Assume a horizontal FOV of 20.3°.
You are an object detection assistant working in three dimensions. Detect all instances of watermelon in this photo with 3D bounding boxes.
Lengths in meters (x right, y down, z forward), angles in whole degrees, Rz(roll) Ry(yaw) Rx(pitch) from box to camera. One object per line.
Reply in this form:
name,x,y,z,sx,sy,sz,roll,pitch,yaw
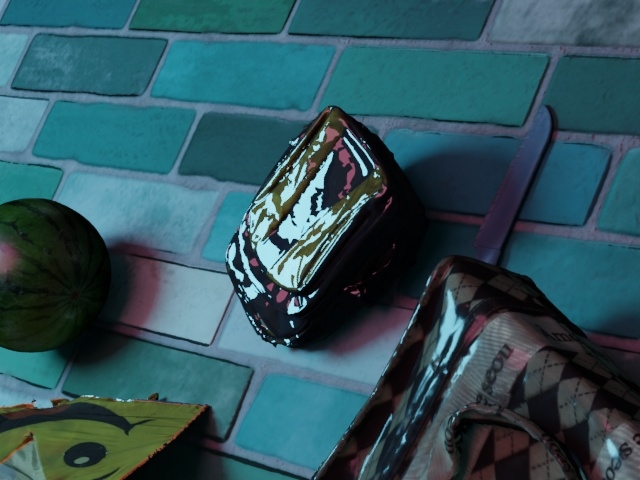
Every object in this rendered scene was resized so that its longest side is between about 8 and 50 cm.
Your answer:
watermelon,-0.356,0.039,2.158,0.215,0.188,0.188,19,79,43

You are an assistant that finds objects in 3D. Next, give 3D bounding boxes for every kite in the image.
kite,-0.294,0.230,1.899,0.377,0.013,0.327,-11,18,-12

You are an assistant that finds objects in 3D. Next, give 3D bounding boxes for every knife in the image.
knife,0.171,0.000,1.788,0.044,0.019,0.313,10,70,51

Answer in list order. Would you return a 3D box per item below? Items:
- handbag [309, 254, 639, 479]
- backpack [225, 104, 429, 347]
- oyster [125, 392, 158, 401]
handbag,0.172,0.250,1.511,0.316,0.180,0.416,-57,44,13
backpack,0.000,0.000,1.880,0.258,0.133,0.206,-47,48,20
oyster,-0.226,0.234,2.018,0.132,0.029,0.086,-38,49,16
